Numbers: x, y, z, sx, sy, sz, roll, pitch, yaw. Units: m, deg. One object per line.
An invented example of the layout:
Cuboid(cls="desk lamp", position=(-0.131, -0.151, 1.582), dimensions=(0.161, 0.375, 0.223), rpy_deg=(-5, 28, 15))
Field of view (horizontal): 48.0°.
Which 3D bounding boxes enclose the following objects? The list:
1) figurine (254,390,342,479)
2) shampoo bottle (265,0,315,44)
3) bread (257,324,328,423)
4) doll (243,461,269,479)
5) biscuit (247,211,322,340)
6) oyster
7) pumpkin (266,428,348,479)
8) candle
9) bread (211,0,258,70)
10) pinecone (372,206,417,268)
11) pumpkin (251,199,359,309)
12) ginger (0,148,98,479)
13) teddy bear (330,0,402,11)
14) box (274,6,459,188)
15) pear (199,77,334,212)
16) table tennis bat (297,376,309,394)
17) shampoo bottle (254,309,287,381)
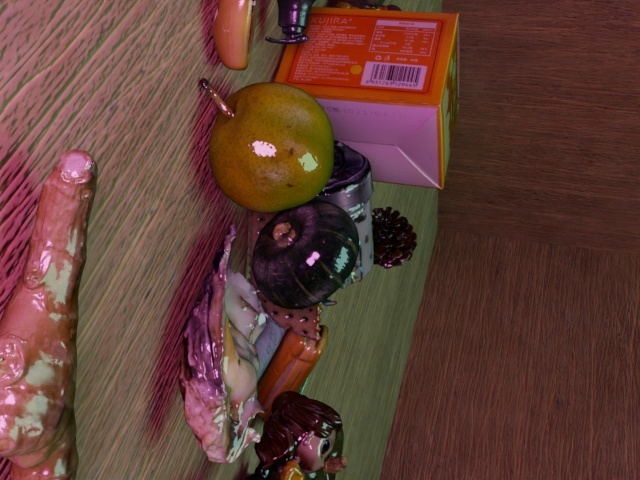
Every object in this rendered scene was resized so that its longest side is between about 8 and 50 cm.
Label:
Cuboid(cls="figurine", position=(-0.067, 0.372, 1.100), dimensions=(0.315, 0.168, 0.187), rpy_deg=(-45, 134, -41))
Cuboid(cls="shampoo bottle", position=(-0.032, -0.438, 1.072), dimensions=(0.101, 0.101, 0.283), rpy_deg=(-30, 126, -71))
Cuboid(cls="bread", position=(-0.059, 0.229, 1.274), dimensions=(0.200, 0.077, 0.116), rpy_deg=(-57, -170, 21))
Cuboid(cls="doll", position=(-0.131, 0.478, 1.246), dimensions=(0.091, 0.067, 0.219), rpy_deg=(-60, -176, 41))
Cuboid(cls="biscuit", position=(-0.059, 0.050, 1.149), dimensions=(0.016, 0.144, 0.203), rpy_deg=(-21, 117, -59))
Cuboid(cls="oyster", position=(-0.133, 0.132, 0.999), dimensions=(0.271, 0.100, 0.275), rpy_deg=(-46, 122, -66))
Cuboid(cls="pumpkin", position=(-0.019, 0.445, 1.470), dimensions=(0.219, 0.162, 0.218), rpy_deg=(6, 90, -71))
Cuboid(cls="candle", position=(0.000, 0.000, 1.250), dimensions=(0.187, 0.188, 0.330), rpy_deg=(-60, 152, -54))
Cuboid(cls="bread", position=(-0.113, -0.281, 0.938), dimensions=(0.082, 0.056, 0.115), rpy_deg=(-92, -168, -54))
Cuboid(cls="pinecone", position=(0.179, -0.017, 1.972), dimensions=(0.165, 0.163, 0.162), rpy_deg=(67, 34, -51))
Cuboid(cls="pumpkin", position=(-0.023, 0.017, 1.027), dimensions=(0.125, 0.167, 0.167), rpy_deg=(48, 35, -15))
Cuboid(cls="ginger", position=(-0.238, 0.087, 0.616), dimensions=(0.148, 0.081, 0.333), rpy_deg=(0, 98, -80))
Cuboid(cls="teddy bear", position=(0.082, -0.460, 1.443), dimensions=(0.140, 0.177, 0.190), rpy_deg=(30, -61, 57))
Cuboid(cls="box", position=(0.095, -0.256, 1.282), dimensions=(0.259, 0.284, 0.213), rpy_deg=(68, 34, -62))
Cuboid(cls="pear", position=(-0.082, -0.137, 0.972), dimensions=(0.216, 0.166, 0.180), rpy_deg=(36, 72, -38))
Cuboid(cls="table tennis bat", position=(-0.061, 0.310, 1.357), dimensions=(0.160, 0.039, 0.257), rpy_deg=(-57, -173, 39))
Cuboid(cls="shampoo bottle", position=(-0.102, 0.166, 1.194), dimensions=(0.214, 0.072, 0.072), rpy_deg=(-58, 152, -56))
